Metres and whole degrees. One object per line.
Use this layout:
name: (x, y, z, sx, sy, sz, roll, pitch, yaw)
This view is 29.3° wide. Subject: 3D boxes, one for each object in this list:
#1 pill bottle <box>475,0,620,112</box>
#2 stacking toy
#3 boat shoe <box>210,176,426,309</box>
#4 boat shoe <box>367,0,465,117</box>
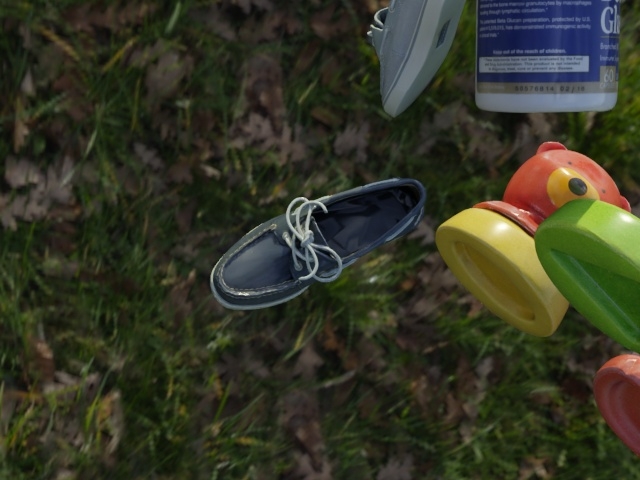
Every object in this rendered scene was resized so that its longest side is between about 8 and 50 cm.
pill bottle: (0.149, -0.170, 0.800, 0.094, 0.094, 0.169, -3, 99, -18)
stacking toy: (0.260, 0.046, 0.898, 0.309, 0.279, 0.130, 45, 75, -3)
boat shoe: (0.000, 0.000, 1.326, 0.254, 0.079, 0.095, -20, 81, -11)
boat shoe: (0.098, -0.231, 1.347, 0.081, 0.227, 0.079, 39, 56, 14)
